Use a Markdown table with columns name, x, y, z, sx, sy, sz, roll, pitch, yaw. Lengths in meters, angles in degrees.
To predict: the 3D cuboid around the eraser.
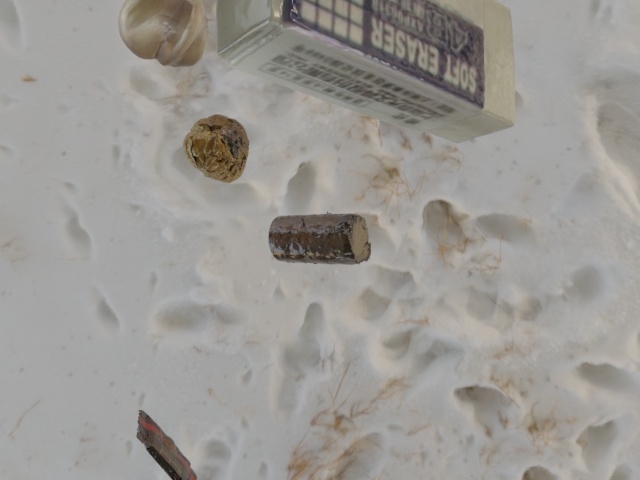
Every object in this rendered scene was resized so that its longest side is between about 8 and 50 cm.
| name | x | y | z | sx | sy | sz | roll | pitch | yaw |
| --- | --- | --- | --- | --- | --- | --- | --- | --- | --- |
| eraser | 0.052 | -0.174 | 0.526 | 0.081 | 0.279 | 0.124 | -13 | 73 | 49 |

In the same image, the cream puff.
| name | x | y | z | sx | sy | sz | roll | pitch | yaw |
| --- | --- | --- | --- | --- | --- | --- | --- | --- | --- |
| cream puff | -0.189 | -0.173 | 1.214 | 0.104 | 0.119 | 0.133 | -14 | 99 | 32 |

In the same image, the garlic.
| name | x | y | z | sx | sy | sz | roll | pitch | yaw |
| --- | --- | --- | --- | --- | --- | --- | --- | --- | --- |
| garlic | -0.371 | -0.517 | 1.542 | 0.218 | 0.110 | 0.228 | 2 | 137 | -27 |

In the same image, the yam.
| name | x | y | z | sx | sy | sz | roll | pitch | yaw |
| --- | --- | --- | --- | --- | --- | --- | --- | --- | --- |
| yam | 0.000 | -0.002 | 0.939 | 0.141 | 0.079 | 0.079 | -1 | 107 | 32 |

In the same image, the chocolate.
| name | x | y | z | sx | sy | sz | roll | pitch | yaw |
| --- | --- | --- | --- | --- | --- | --- | --- | --- | --- |
| chocolate | -0.268 | 0.376 | 1.128 | 0.028 | 0.086 | 0.182 | -28 | 111 | 1 |
